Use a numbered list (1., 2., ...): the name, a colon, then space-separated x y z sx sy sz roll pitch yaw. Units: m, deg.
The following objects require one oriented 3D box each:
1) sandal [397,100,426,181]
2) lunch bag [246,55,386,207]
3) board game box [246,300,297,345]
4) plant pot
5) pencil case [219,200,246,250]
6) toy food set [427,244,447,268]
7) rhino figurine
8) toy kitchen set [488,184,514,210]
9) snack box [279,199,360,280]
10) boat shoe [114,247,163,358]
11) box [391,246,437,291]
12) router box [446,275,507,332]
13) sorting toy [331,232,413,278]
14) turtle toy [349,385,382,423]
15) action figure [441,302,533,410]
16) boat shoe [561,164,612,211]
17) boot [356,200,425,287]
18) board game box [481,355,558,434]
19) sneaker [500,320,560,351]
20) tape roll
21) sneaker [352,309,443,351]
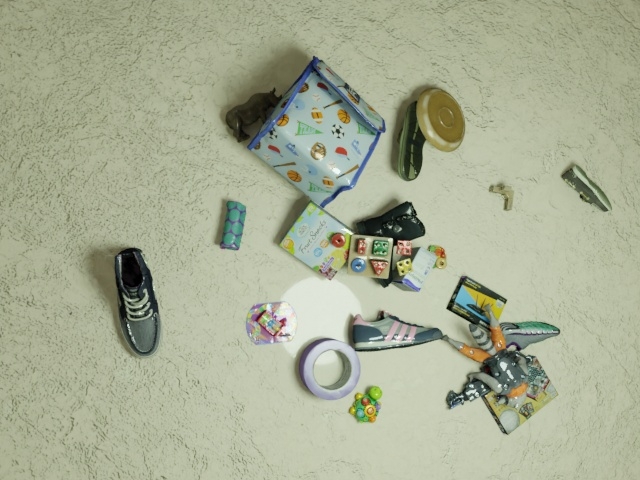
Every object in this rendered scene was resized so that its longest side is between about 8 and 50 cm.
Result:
1. sandal: 0.305 -0.346 1.920 0.120 0.086 0.303 26 73 -30
2. lunch bag: 0.016 -0.364 1.767 0.328 0.239 0.385 40 57 -16
3. board game box: -0.153 0.265 1.790 0.169 0.033 0.133 -4 86 -14
4. plant pot: 0.430 -0.426 1.947 0.236 0.032 0.236 8 75 -33
5. pencil case: -0.278 -0.046 1.771 0.064 0.070 0.151 19 76 -47
6. toy food set: 0.405 0.058 1.948 0.082 0.020 0.083 9 84 -12
7. rhino figurine: -0.201 -0.422 1.820 0.243 0.073 0.106 -37 97 -15
8. toy kitchen set: 0.656 -0.154 2.003 0.083 0.068 0.075 11 83 -12
9. snack box: 0.000 0.000 1.805 0.207 0.070 0.174 35 100 -7
10. boat shoe: -0.544 0.186 1.639 0.127 0.158 0.340 -13 88 -14
11. box: 0.307 0.097 1.868 0.072 0.126 0.137 33 79 -10
12. router box: 0.548 0.223 1.955 0.179 0.046 0.133 29 79 -9
13. sorting toy: 0.167 0.055 1.760 0.274 0.046 0.132 6 100 -3
14. turtle toy: 0.160 0.537 1.824 0.095 0.066 0.130 26 80 -10
15. action figure: 0.550 0.431 1.859 0.341 0.178 0.330 -36 84 -7
16. boat shoe: 1.000 -0.185 2.091 0.228 0.069 0.081 43 37 -11
17. boot: 0.253 0.012 1.841 0.207 0.094 0.246 -21 84 13
18. board game box: 0.700 0.542 1.965 0.243 0.042 0.165 -31 93 -14
19. sneaker: 0.738 0.345 1.986 0.224 0.083 0.098 2 103 -7
20. tape roll: 0.029 0.412 1.797 0.189 0.080 0.189 1 86 -13
21. sneaker: 0.257 0.290 1.850 0.319 0.112 0.131 -2 71 -20
